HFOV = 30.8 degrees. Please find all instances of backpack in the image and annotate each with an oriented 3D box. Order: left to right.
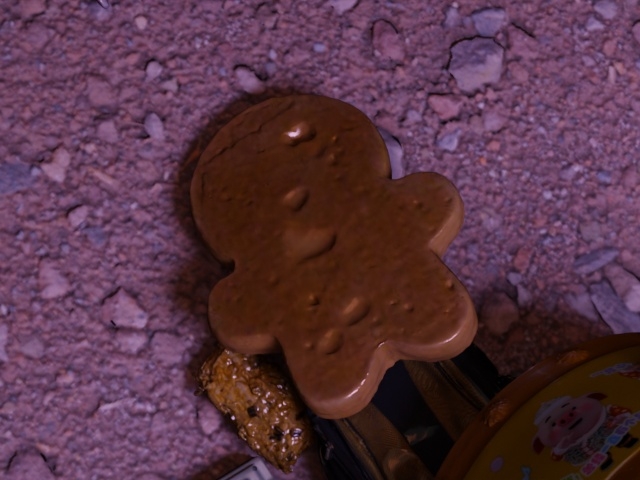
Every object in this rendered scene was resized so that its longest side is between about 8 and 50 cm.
[{"bbox_3d":[0.114,0.204,1.105,0.206,0.133,0.258,-40,60,1],"label":"backpack"}]

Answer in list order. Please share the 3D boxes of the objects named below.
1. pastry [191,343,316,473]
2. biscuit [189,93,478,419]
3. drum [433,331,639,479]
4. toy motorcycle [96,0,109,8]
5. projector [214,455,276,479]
[{"bbox_3d":[-0.061,0.161,1.156,0.140,0.056,0.080,42,86,0],"label":"pastry"},{"bbox_3d":[0.001,0.001,1.141,0.275,0.052,0.355,-32,57,-4],"label":"biscuit"},{"bbox_3d":[0.297,0.297,0.979,0.431,0.214,0.431,-6,105,-22],"label":"drum"},{"bbox_3d":[-0.278,-0.354,1.223,0.171,0.110,0.260,-39,93,1],"label":"toy motorcycle"},{"bbox_3d":[-0.070,0.299,1.122,0.115,0.061,0.147,-29,84,-16],"label":"projector"}]
